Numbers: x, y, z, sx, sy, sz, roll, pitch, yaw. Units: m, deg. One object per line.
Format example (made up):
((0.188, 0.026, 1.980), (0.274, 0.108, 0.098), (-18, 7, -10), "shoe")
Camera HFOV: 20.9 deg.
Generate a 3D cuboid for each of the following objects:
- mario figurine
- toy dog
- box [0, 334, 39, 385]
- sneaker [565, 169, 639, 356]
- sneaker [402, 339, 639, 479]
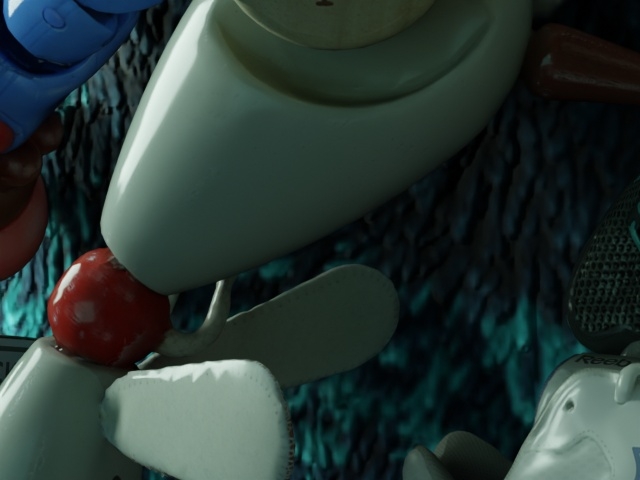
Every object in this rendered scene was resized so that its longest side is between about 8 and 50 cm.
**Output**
((-0.162, -0.095, 0.745), (0.320, 0.198, 0.170), (-40, 69, 39), "mario figurine")
((0.000, 0.000, 0.626), (0.161, 0.220, 0.334), (29, 124, 4), "toy dog")
((-0.231, 0.184, 0.856), (0.169, 0.087, 0.290), (-1, 84, 35), "box")
((0.127, -0.020, 0.557), (0.166, 0.076, 0.065), (-49, 60, 33), "sneaker")
((0.128, 0.084, 0.534), (0.297, 0.111, 0.129), (-28, 79, 40), "sneaker")
